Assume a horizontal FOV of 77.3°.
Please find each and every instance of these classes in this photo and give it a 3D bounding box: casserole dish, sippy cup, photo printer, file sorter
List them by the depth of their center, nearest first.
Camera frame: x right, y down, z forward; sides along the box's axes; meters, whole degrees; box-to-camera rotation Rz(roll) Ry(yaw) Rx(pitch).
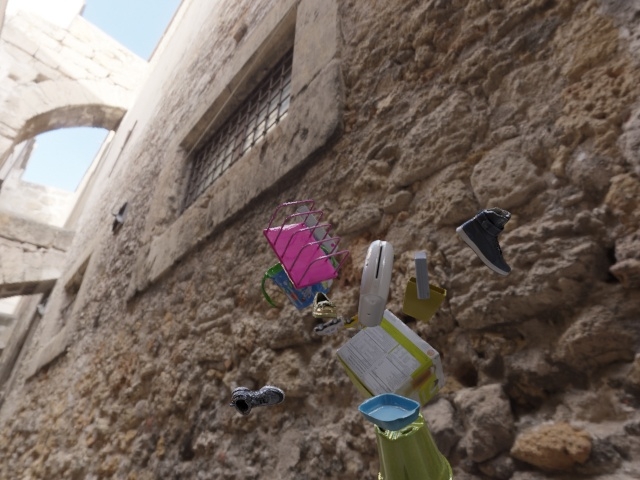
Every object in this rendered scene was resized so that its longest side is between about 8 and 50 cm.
[{"bbox_3d":[0.177,0.440,1.027,0.114,0.037,0.188,-15,-3,-26],"label":"casserole dish"},{"bbox_3d":[0.216,0.165,1.561,0.107,0.256,0.307,9,-33,9],"label":"photo printer"},{"bbox_3d":[-0.052,0.004,1.566,0.202,0.290,0.182,-13,-32,-37],"label":"file sorter"},{"bbox_3d":[-0.086,0.168,1.739,0.305,0.240,0.224,-33,-90,35],"label":"sippy cup"}]

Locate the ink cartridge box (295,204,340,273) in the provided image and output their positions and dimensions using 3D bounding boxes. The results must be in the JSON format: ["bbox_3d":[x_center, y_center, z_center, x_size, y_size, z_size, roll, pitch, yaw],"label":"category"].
[{"bbox_3d":[0.000,0.000,2.100,0.069,0.371,0.175,-33,-13,-15],"label":"ink cartridge box"}]

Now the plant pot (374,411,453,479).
[{"bbox_3d":[0.315,0.757,1.456,0.276,0.276,0.253,-12,-78,22],"label":"plant pot"}]

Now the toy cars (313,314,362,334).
[{"bbox_3d":[0.149,0.521,2.438,0.394,0.087,0.176,-5,-32,-33],"label":"toy cars"}]

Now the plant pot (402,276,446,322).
[{"bbox_3d":[0.568,0.336,2.247,0.212,0.187,0.212,22,7,17],"label":"plant pot"}]

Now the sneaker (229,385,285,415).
[{"bbox_3d":[-0.311,0.788,1.958,0.269,0.101,0.153,1,3,-2],"label":"sneaker"}]

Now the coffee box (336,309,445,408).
[{"bbox_3d":[0.331,0.605,1.879,0.334,0.338,0.337,-37,-46,-14],"label":"coffee box"}]

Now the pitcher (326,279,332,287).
[{"bbox_3d":[-0.006,0.189,2.220,0.125,0.177,0.207,49,-19,-24],"label":"pitcher"}]

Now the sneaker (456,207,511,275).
[{"bbox_3d":[0.591,-0.003,1.331,0.226,0.086,0.163,48,-57,6],"label":"sneaker"}]

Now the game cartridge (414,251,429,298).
[{"bbox_3d":[0.449,0.152,1.778,0.062,0.198,0.297,-9,-6,13],"label":"game cartridge"}]

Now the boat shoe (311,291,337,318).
[{"bbox_3d":[0.008,0.158,0.973,0.056,0.048,0.153,5,-1,-6],"label":"boat shoe"}]
